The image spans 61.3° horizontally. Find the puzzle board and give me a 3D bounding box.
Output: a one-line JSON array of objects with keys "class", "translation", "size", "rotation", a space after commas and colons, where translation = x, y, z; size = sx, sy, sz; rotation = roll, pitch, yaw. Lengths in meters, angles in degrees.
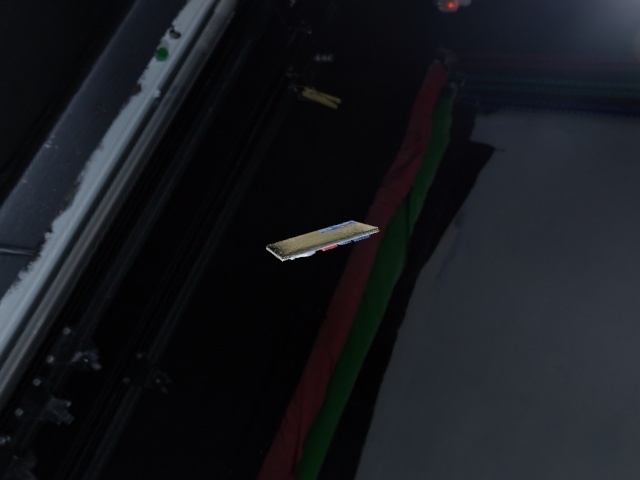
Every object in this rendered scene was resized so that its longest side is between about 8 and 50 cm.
[{"class": "puzzle board", "translation": [0.000, 0.000, 0.700], "size": [0.128, 0.096, 0.011], "rotation": [-16, -79, -14]}]
